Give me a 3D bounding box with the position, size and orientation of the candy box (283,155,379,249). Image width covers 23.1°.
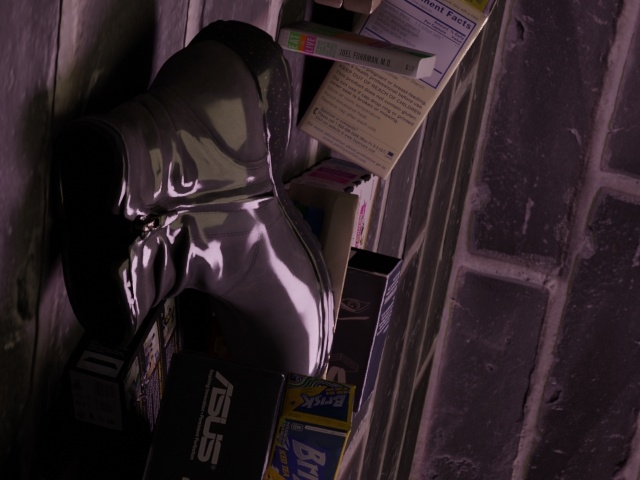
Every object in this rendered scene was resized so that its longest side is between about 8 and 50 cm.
[{"bbox_3d":[0.000,0.000,1.826,0.233,0.071,0.159,-41,144,-71],"label":"candy box"}]

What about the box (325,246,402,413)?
[{"bbox_3d":[-0.009,0.082,1.673,0.093,0.156,0.158,-40,143,-73],"label":"box"}]

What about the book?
[{"bbox_3d":[0.037,-0.189,1.580,0.096,0.144,0.035,-32,136,-74],"label":"book"}]

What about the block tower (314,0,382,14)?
[{"bbox_3d":[0.040,-0.390,1.476,0.097,0.091,0.335,-57,158,-59],"label":"block tower"}]

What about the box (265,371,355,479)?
[{"bbox_3d":[-0.017,0.188,1.282,0.054,0.059,0.169,-81,-176,-51],"label":"box"}]

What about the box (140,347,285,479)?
[{"bbox_3d":[-0.118,0.301,1.227,0.395,0.097,0.318,108,-3,-64],"label":"box"}]

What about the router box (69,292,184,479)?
[{"bbox_3d":[-0.155,0.120,1.291,0.179,0.046,0.133,94,15,-45],"label":"router box"}]

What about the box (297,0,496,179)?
[{"bbox_3d":[0.102,-0.230,1.732,0.243,0.117,0.213,-58,-178,38],"label":"box"}]

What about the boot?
[{"bbox_3d":[-0.103,0.021,1.184,0.223,0.118,0.338,-46,133,-45],"label":"boot"}]

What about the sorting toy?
[{"bbox_3d":[-0.053,0.070,1.460,0.257,0.089,0.255,-160,-100,-79],"label":"sorting toy"}]
